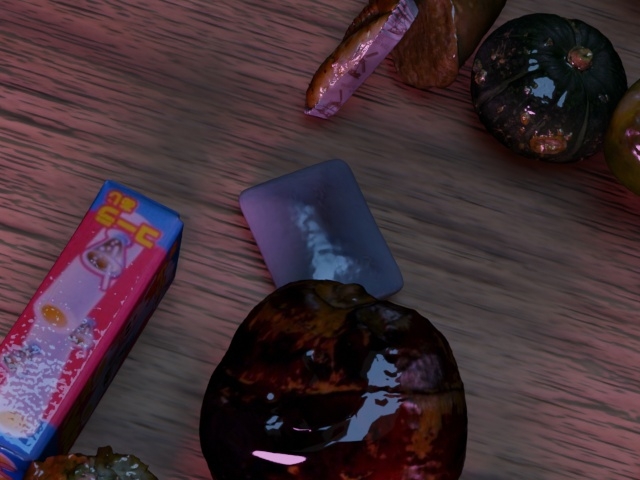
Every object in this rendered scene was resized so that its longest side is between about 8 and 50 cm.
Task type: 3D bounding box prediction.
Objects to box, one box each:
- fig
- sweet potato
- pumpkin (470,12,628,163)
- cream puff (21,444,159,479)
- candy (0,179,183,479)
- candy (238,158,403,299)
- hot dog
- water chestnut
[{"bbox_3d":[0.417,-0.105,1.926,0.167,0.233,0.167,-15,62,29],"label":"fig"},{"bbox_3d":[0.163,-0.347,2.032,0.158,0.158,0.369,23,62,0],"label":"sweet potato"},{"bbox_3d":[0.265,-0.176,1.977,0.190,0.146,0.190,3,68,-6],"label":"pumpkin"},{"bbox_3d":[-0.248,0.300,1.624,0.155,0.269,0.241,42,79,9],"label":"cream puff"},{"bbox_3d":[-0.257,0.104,1.760,0.100,0.157,0.306,27,66,3],"label":"candy"},{"bbox_3d":[0.000,0.000,1.896,0.138,0.071,0.174,-20,71,-17],"label":"candy"},{"bbox_3d":[0.044,-0.216,1.944,0.053,0.192,0.099,33,37,-12],"label":"hot dog"},{"bbox_3d":[0.014,0.181,1.727,0.289,0.244,0.289,-7,59,12],"label":"water chestnut"}]
